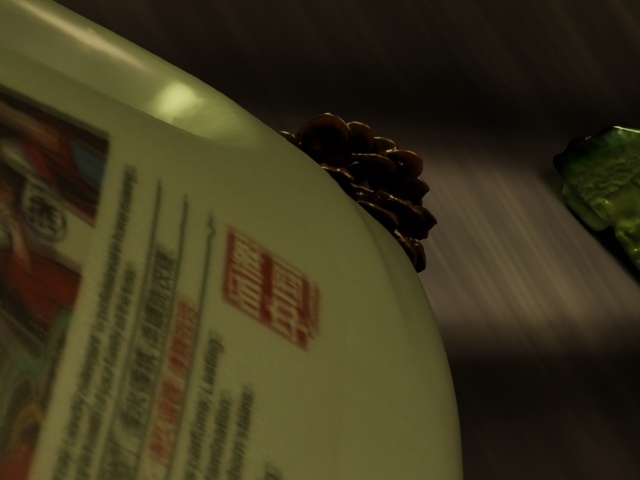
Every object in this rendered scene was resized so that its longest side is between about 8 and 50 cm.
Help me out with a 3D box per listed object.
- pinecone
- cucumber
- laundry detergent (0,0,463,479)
[{"bbox_3d":[0.000,0.000,0.650,0.077,0.077,0.083,41,44,-15],"label":"pinecone"},{"bbox_3d":[0.204,-0.011,0.904,0.193,0.086,0.115,1,54,-58],"label":"cucumber"},{"bbox_3d":[-0.149,-0.012,0.435,0.398,0.125,0.264,33,36,-23],"label":"laundry detergent"}]
